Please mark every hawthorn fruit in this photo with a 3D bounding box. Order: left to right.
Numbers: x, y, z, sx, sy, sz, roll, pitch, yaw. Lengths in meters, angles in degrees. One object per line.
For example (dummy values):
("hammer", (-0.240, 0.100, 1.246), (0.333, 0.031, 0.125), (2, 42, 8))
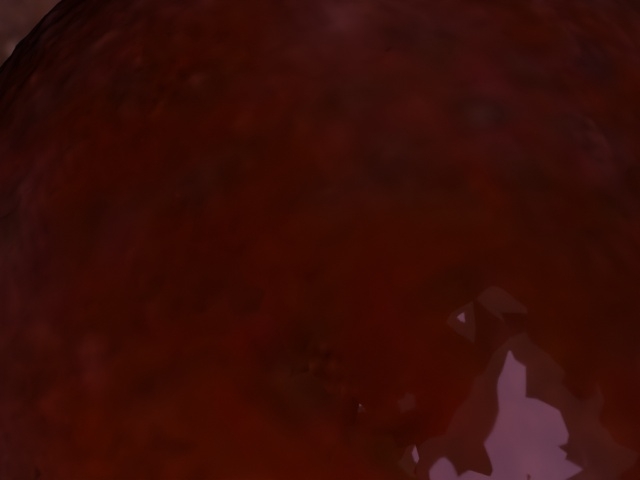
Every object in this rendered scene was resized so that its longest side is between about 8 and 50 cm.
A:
("hawthorn fruit", (0.003, 0.035, 0.433), (0.231, 0.235, 0.263), (-43, 89, -12))
